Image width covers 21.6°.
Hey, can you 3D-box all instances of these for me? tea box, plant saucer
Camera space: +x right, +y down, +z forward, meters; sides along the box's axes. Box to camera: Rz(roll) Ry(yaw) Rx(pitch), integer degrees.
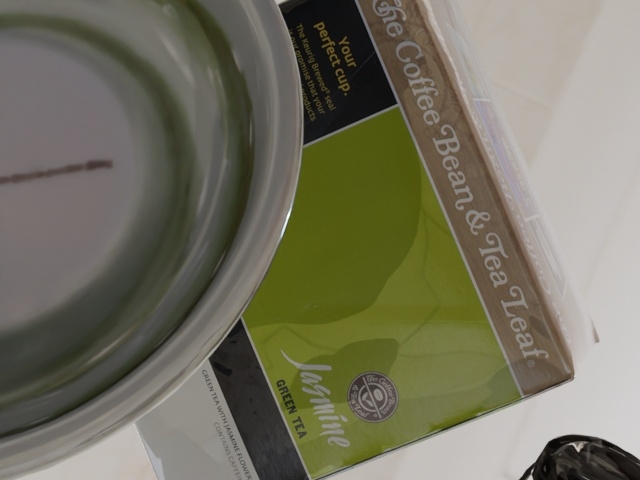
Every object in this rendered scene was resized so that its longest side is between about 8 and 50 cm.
[{"bbox_3d":[0.000,0.000,1.288,0.323,0.220,0.329,-22,-92,15],"label":"tea box"},{"bbox_3d":[-0.202,-0.039,0.977,0.400,0.100,0.400,-3,-113,7],"label":"plant saucer"}]

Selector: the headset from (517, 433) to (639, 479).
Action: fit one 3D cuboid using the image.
[{"bbox_3d":[0.090,0.273,0.748,0.185,0.243,0.394,17,-71,16],"label":"headset"}]
